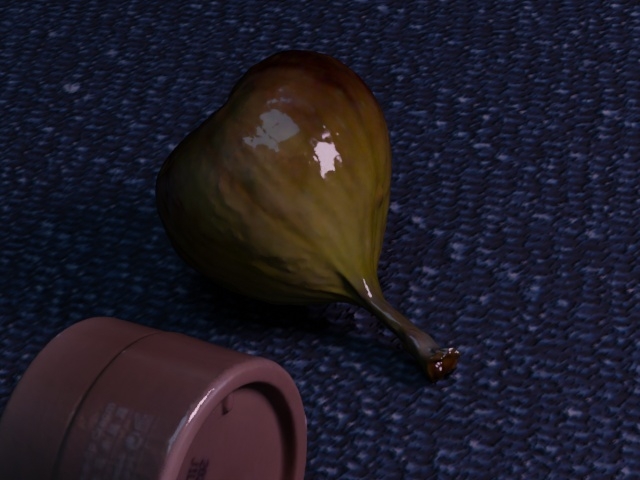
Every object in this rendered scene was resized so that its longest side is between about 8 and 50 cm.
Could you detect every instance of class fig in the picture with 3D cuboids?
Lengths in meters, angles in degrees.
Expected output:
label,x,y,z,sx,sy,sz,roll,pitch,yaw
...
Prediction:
label,x,y,z,sx,sy,sz,roll,pitch,yaw
fig,-0.011,-0.011,1.113,0.160,0.143,0.231,-40,42,13

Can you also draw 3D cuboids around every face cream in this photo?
label,x,y,z,sx,sy,sz,roll,pitch,yaw
face cream,-0.087,0.121,0.938,0.104,0.149,0.149,13,42,28
